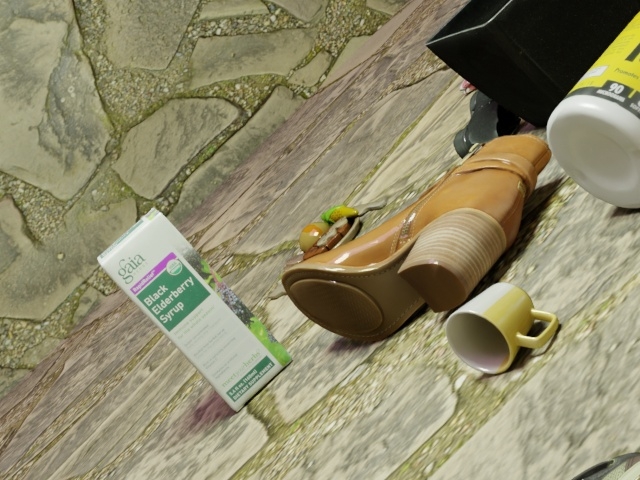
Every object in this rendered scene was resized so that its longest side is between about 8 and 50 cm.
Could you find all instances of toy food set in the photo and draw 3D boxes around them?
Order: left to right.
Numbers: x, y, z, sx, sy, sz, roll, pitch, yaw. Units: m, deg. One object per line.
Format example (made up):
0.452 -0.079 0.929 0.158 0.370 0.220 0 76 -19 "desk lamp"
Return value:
0.000 0.000 1.718 0.192 0.038 0.132 -47 13 -21 "toy food set"

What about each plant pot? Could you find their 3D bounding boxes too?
0.267 -0.236 1.412 0.187 0.167 0.188 -45 12 -11 "plant pot"

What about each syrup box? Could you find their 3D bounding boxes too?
-0.150 0.079 1.446 0.093 0.237 0.096 -42 12 -7 "syrup box"

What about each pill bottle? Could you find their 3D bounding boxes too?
0.303 -0.138 1.080 0.208 0.119 0.119 -48 14 -23 "pill bottle"

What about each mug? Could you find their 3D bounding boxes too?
0.152 0.071 1.012 0.064 0.078 0.062 -41 -24 -40 "mug"

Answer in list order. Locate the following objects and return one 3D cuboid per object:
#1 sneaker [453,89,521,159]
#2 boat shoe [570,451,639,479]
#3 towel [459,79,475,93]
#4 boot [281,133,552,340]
0.223 -0.155 1.552 0.089 0.051 0.170 -29 22 44 "sneaker"
0.114 0.193 0.650 0.223 0.080 0.073 -38 6 -9 "boat shoe"
0.300 -0.291 1.833 0.144 0.029 0.197 -49 12 -27 "towel"
0.100 -0.014 1.292 0.283 0.109 0.220 -23 24 51 "boot"
